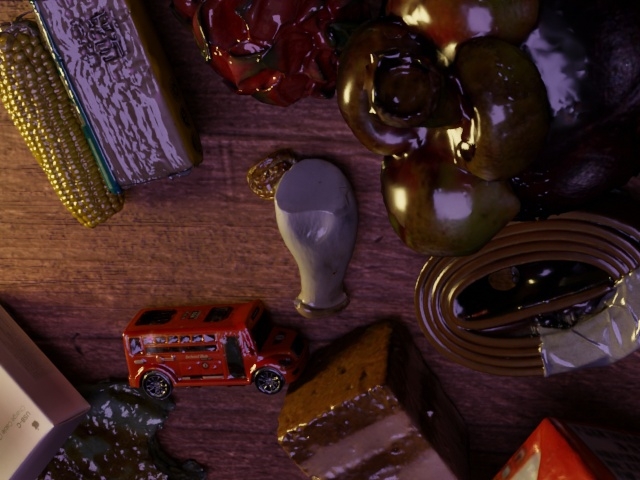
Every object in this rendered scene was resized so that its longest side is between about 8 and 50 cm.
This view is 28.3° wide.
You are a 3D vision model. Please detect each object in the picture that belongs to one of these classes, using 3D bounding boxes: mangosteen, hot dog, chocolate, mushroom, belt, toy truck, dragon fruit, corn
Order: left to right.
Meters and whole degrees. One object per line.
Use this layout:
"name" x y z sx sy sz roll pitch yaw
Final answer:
"corn" -0.359 -0.159 1.735 0.106 0.106 0.305 -18 112 19
"toy truck" -0.148 0.151 1.810 0.253 0.107 0.114 -4 111 15
"dragon fruit" -0.070 -0.291 1.559 0.293 0.234 0.233 31 117 14
"hot dog" -0.063 -0.088 1.729 0.083 0.035 0.058 -33 98 23
"mushroom" 0.000 0.000 1.728 0.116 0.093 0.225 -21 130 -14
"mangosteen" 0.219 -0.182 1.410 0.381 0.421 0.381 13 133 14
"belt" 0.287 0.056 1.585 0.339 0.122 0.217 -13 98 30
"chocolate" 0.356 0.407 1.697 0.360 0.161 0.341 15 122 -36

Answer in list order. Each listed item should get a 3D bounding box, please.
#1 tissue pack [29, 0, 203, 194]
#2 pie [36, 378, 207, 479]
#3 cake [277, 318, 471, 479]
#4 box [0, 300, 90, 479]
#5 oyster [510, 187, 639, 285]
"tissue pack" -0.258 -0.212 1.630 0.134 0.192 0.270 -21 108 -2
"pie" -0.326 0.348 1.958 0.303 0.067 0.302 5 111 13
"cake" 0.100 0.284 1.768 0.196 0.198 0.293 -32 107 18
"box" -0.494 0.236 1.896 0.251 0.106 0.203 46 115 10
"oyster" 0.366 0.028 1.654 0.260 0.092 0.198 41 116 8
